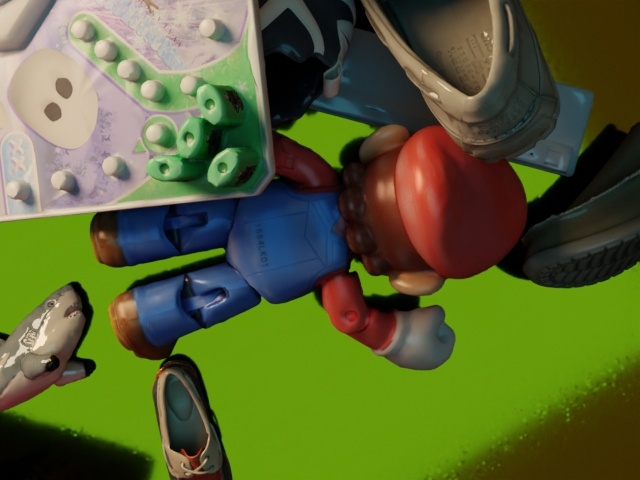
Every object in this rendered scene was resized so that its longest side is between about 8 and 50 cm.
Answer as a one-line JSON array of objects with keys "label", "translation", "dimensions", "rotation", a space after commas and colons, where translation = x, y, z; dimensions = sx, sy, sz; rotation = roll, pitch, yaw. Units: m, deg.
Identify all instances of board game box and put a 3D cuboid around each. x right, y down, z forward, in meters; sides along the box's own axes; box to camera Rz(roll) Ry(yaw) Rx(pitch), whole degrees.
[{"label": "board game box", "translation": [-0.240, -0.207, 0.840], "dimensions": [0.390, 0.050, 0.389], "rotation": [-5, 92, 19]}]

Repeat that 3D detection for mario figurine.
[{"label": "mario figurine", "translation": [0.000, 0.000, 0.924], "dimensions": [0.321, 0.170, 0.198], "rotation": [-11, 127, 7]}]

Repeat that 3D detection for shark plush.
[{"label": "shark plush", "translation": [-0.250, 0.099, 0.940], "dimensions": [0.161, 0.073, 0.067], "rotation": [-31, 74, 18]}]

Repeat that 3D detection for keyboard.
[{"label": "keyboard", "translation": [0.091, -0.117, 0.959], "dimensions": [0.256, 0.014, 0.072], "rotation": [14, 86, -5]}]

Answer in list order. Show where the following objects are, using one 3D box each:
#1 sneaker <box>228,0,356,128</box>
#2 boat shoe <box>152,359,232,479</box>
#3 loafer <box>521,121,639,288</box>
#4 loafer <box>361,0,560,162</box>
[{"label": "sneaker", "translation": [-0.089, -0.137, 0.868], "dimensions": [0.235, 0.094, 0.153], "rotation": [3, 48, -7]}, {"label": "boat shoe", "translation": [-0.101, 0.162, 0.942], "dimensions": [0.049, 0.043, 0.137], "rotation": [-14, 95, -5]}, {"label": "loafer", "translation": [0.260, -0.043, 0.944], "dimensions": [0.251, 0.094, 0.087], "rotation": [-26, 69, -11]}, {"label": "loafer", "translation": [0.074, -0.203, 0.850], "dimensions": [0.112, 0.111, 0.319], "rotation": [-32, 63, 14]}]
